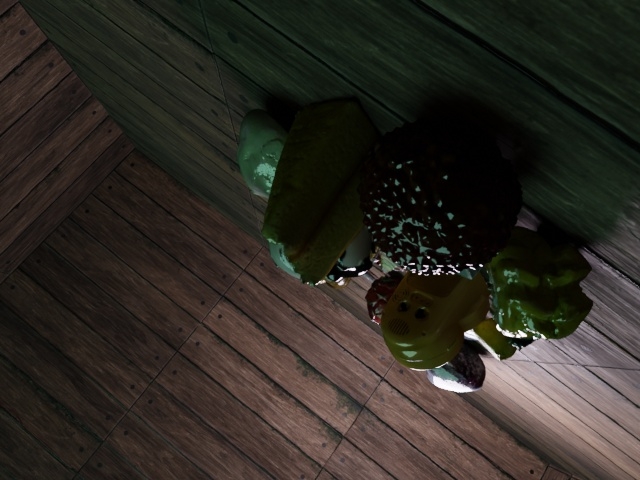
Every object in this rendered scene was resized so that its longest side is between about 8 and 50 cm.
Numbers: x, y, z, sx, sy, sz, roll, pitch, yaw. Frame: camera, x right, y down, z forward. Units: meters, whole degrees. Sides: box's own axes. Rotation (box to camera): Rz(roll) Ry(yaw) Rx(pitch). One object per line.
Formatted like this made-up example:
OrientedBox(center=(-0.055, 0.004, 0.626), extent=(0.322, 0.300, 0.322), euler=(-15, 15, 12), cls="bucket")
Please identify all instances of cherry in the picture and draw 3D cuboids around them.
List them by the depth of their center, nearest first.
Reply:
OrientedBox(center=(0.578, 0.547, 1.826), extent=(0.296, 0.218, 0.255), euler=(20, 151, 38), cls="cherry")

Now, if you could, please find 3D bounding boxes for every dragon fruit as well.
OrientedBox(center=(0.285, 0.260, 1.659), extent=(0.274, 0.193, 0.192), euler=(64, -157, -14), cls="dragon fruit")

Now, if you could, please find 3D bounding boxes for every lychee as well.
OrientedBox(center=(0.199, -0.062, 0.708), extent=(0.300, 0.264, 0.264), euler=(47, 165, -16), cls="lychee")

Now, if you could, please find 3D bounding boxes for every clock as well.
OrientedBox(center=(0.313, 0.212, 1.210), extent=(0.244, 0.317, 0.200), euler=(20, 151, 54), cls="clock")

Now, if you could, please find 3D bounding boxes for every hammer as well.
OrientedBox(center=(0.271, 0.200, 1.862), extent=(0.427, 0.044, 0.152), euler=(40, 167, -5), cls="hammer")

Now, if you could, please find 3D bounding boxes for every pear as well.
OrientedBox(center=(0.564, 0.305, 1.320), extent=(0.141, 0.104, 0.141), euler=(53, -175, -6), cls="pear")

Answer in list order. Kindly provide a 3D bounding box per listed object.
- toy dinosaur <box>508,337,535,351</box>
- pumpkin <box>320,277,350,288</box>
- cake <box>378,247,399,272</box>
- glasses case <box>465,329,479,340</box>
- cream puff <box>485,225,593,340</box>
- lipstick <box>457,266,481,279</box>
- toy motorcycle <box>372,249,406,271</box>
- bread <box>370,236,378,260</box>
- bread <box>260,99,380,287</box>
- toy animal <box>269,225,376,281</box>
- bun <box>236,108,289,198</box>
OrientedBox(center=(0.549, 0.191, 1.058), extent=(0.079, 0.120, 0.292), euler=(42, 147, 36), cls="toy dinosaur")
OrientedBox(center=(0.044, 0.158, 2.050), extent=(0.219, 0.162, 0.219), euler=(40, 169, 9), cls="pumpkin")
OrientedBox(center=(0.241, 0.037, 1.249), extent=(0.090, 0.109, 0.225), euler=(33, 165, 19), cls="cake")
OrientedBox(center=(0.523, 0.323, 1.553), extent=(0.109, 0.067, 0.282), euler=(36, 165, -6), cls="glasses case")
OrientedBox(center=(0.412, 0.077, 0.789), extent=(0.195, 0.221, 0.195), euler=(-8, 168, -2), cls="cream puff")
OrientedBox(center=(0.313, -0.011, 0.971), extent=(0.076, 0.077, 0.289), euler=(24, 161, 45), cls="lipstick")
OrientedBox(center=(0.212, 0.046, 1.416), extent=(0.212, 0.084, 0.118), euler=(33, 166, -12), cls="toy motorcycle")
OrientedBox(center=(0.131, -0.029, 1.285), extent=(0.174, 0.133, 0.251), euler=(123, 139, -71), cls="bread")
OrientedBox(center=(-0.020, -0.104, 0.928), extent=(0.233, 0.361, 0.245), euler=(46, 162, -32), cls="bread")
OrientedBox(center=(0.003, 0.000, 1.083), extent=(0.267, 0.212, 0.212), euler=(6, -178, -27), cls="toy animal")
OrientedBox(center=(-0.128, -0.200, 1.116), extent=(0.293, 0.187, 0.293), euler=(46, -175, -5), cls="bun")
